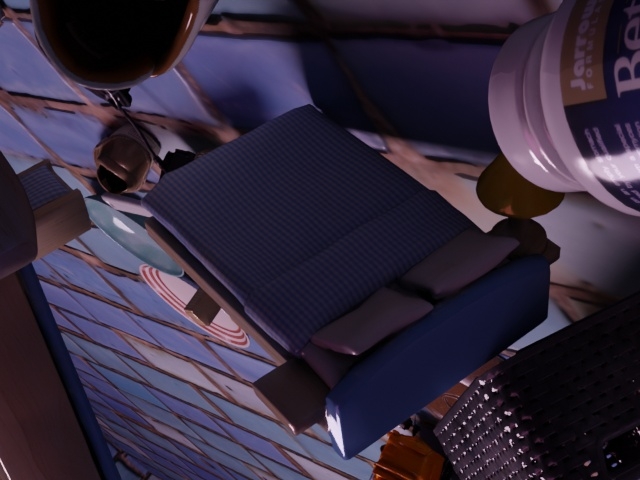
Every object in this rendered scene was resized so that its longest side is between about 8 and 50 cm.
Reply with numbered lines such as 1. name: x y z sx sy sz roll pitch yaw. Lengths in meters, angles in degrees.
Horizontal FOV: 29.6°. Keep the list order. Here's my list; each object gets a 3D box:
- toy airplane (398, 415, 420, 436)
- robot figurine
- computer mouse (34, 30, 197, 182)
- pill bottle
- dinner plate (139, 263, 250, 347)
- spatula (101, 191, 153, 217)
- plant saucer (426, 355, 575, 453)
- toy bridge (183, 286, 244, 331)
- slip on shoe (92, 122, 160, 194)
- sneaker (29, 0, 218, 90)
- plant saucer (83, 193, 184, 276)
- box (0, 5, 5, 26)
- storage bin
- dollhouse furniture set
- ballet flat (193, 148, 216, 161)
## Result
1. toy airplane: 0.031 0.148 1.177 0.151 0.028 0.151 31 163 11
2. robot figurine: 0.136 0.284 1.235 0.211 0.085 0.291 22 159 19
3. computer mouse: -0.113 -0.073 0.879 0.242 0.041 0.071 50 159 -21
4. pill bottle: 0.132 -0.055 0.395 0.094 0.094 0.169 42 160 -21
5. dinner plate: -0.128 0.064 1.264 0.141 0.017 0.141 30 161 12
6. spatula: -0.079 0.020 0.892 0.168 0.019 0.242 41 167 -23
7. plant saucer: 0.123 0.126 0.966 0.168 0.029 0.168 30 161 12
8. toy bridge: -0.048 0.048 1.007 0.026 0.063 0.188 45 158 -28
9. slip on shoe: -0.165 -0.057 0.986 0.051 0.041 0.135 39 161 -12
10. sneaker: -0.108 -0.126 0.595 0.106 0.123 0.290 37 163 -11
11. plant saucer: -0.173 -0.010 1.150 0.119 0.021 0.119 31 162 11
12. box: -0.357 -0.140 0.677 0.097 0.318 0.395 30 160 13
13. storage bin: 0.146 0.102 0.681 0.084 0.122 0.180 62 168 15
14. dollhouse furniture set: -0.071 -0.042 0.607 0.286 0.303 0.198 43 153 38
15. ballet flat: 0.000 0.000 0.834 0.067 0.073 0.206 -24 127 37
